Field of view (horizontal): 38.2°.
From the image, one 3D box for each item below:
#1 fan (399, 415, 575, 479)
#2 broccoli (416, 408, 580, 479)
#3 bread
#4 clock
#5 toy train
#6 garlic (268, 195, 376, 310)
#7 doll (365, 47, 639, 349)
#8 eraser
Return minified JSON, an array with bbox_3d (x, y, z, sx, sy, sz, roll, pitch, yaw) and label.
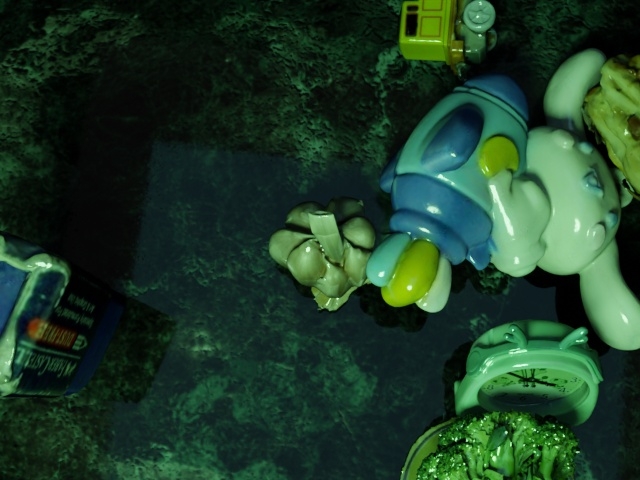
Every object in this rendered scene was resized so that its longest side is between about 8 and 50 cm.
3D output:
[{"bbox_3d":[0.193,0.361,1.116,0.230,0.011,0.334,17,80,5],"label":"fan"},{"bbox_3d":[0.206,0.272,1.044,0.195,0.156,0.195,-11,118,-21],"label":"broccoli"},{"bbox_3d":[0.488,-0.097,1.070,0.325,0.167,0.277,-13,55,-24],"label":"bread"},{"bbox_3d":[0.242,0.148,1.055,0.159,0.210,0.066,2,53,0],"label":"clock"},{"bbox_3d":[0.169,-0.312,1.203,0.127,0.089,0.219,4,80,12],"label":"toy train"},{"bbox_3d":[0.000,0.000,1.102,0.131,0.194,0.127,-28,71,4],"label":"garlic"},{"bbox_3d":[0.220,-0.064,1.092,0.366,0.187,0.376,1,54,-18],"label":"doll"},{"bbox_3d":[-0.310,0.095,1.013,0.102,0.332,0.155,22,80,4],"label":"eraser"}]
